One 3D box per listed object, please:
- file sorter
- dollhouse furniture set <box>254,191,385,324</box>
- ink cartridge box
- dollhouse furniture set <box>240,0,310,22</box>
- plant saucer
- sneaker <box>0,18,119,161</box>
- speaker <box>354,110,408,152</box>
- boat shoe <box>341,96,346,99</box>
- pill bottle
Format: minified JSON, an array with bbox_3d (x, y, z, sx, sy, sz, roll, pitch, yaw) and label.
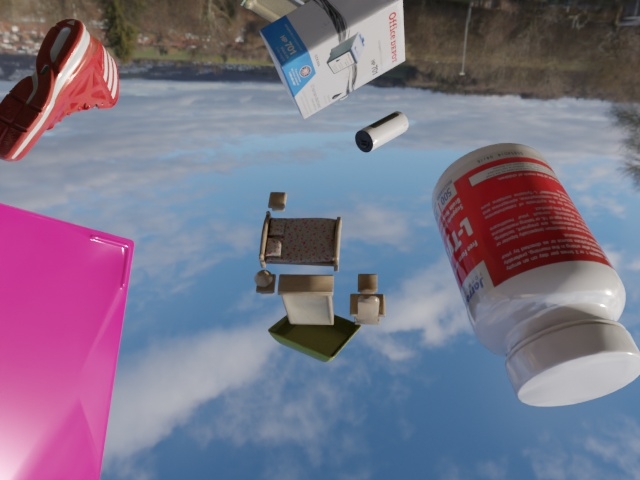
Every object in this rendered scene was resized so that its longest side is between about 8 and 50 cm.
[{"bbox_3d":[-0.309,0.125,0.381,0.182,0.291,0.202,-6,163,31],"label":"file sorter"},{"bbox_3d":[0.000,0.000,1.125,0.303,0.174,0.356,1,-120,4],"label":"dollhouse furniture set"},{"bbox_3d":[0.025,-0.290,0.714,0.190,0.082,0.139,-28,160,3],"label":"ink cartridge box"},{"bbox_3d":[-0.122,-0.649,1.092,0.301,0.197,0.151,23,-130,-27],"label":"dollhouse furniture set"},{"bbox_3d":[-0.014,0.246,1.249,0.188,0.045,0.188,18,-157,22],"label":"plant saucer"},{"bbox_3d":[-0.372,-0.196,0.708,0.087,0.221,0.128,31,176,23],"label":"sneaker"},{"bbox_3d":[0.142,-0.251,1.106,0.136,0.055,0.055,-34,-145,-33],"label":"speaker"},{"bbox_3d":[0.046,-0.473,1.423,0.091,0.114,0.303,-1,-147,22],"label":"boat shoe"},{"bbox_3d":[0.340,0.046,0.796,0.228,0.229,0.408,-2,-132,-6],"label":"pill bottle"}]
